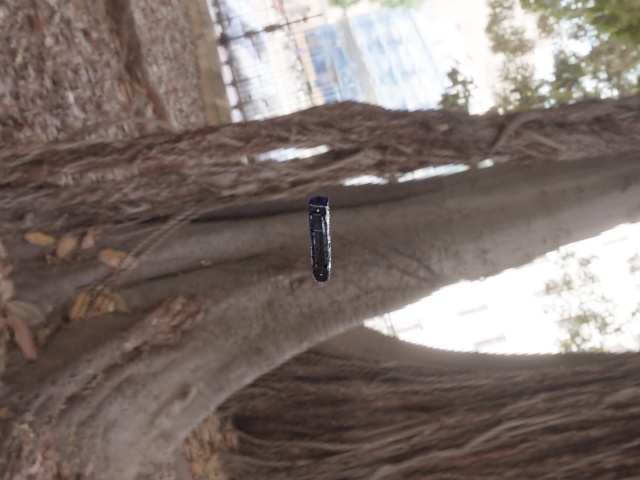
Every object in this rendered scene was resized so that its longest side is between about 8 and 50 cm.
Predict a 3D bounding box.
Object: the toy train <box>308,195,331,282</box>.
[{"bbox_3d":[0.000,0.000,0.756,0.017,0.017,0.083,-77,168,-52],"label":"toy train"}]
